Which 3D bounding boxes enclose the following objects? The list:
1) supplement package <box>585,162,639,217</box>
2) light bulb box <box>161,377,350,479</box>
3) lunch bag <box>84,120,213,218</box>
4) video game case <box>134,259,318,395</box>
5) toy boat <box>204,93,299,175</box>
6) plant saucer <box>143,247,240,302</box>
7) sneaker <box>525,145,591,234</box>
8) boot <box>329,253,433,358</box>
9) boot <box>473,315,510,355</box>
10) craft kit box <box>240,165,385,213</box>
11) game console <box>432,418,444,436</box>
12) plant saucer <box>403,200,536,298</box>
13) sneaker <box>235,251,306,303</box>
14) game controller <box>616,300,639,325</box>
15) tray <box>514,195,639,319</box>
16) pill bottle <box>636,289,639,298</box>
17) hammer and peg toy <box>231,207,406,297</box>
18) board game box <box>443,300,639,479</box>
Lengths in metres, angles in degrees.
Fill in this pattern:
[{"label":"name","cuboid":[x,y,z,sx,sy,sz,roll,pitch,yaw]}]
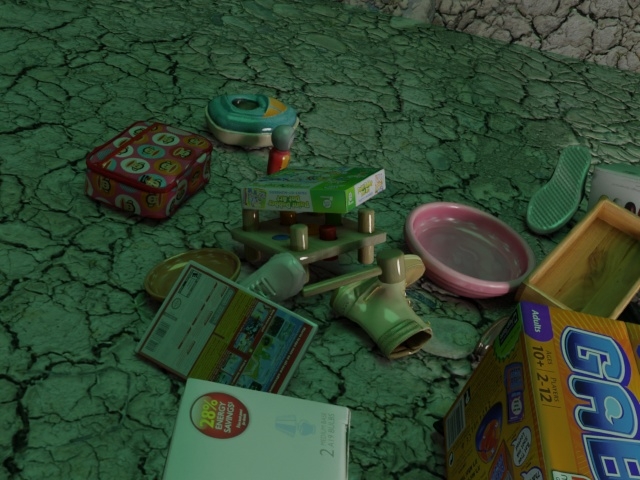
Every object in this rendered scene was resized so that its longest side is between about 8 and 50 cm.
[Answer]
[{"label":"supplement package","cuboid":[0.838,-0.087,2.109,0.149,0.203,0.194,-9,21,-37]},{"label":"light bulb box","cuboid":[-0.108,0.434,0.976,0.225,0.361,0.358,11,37,-6]},{"label":"lunch bag","cuboid":[-0.420,-0.179,1.880,0.258,0.120,0.293,19,34,11]},{"label":"video game case","cuboid":[-0.175,0.184,1.468,0.285,0.025,0.204,26,74,13]},{"label":"toy boat","cuboid":[-0.153,-0.308,2.117,0.267,0.148,0.318,-6,41,-28]},{"label":"plant saucer","cuboid":[-0.259,0.078,1.613,0.199,0.037,0.200,-8,28,4]},{"label":"sneaker","cuboid":[0.675,-0.116,2.222,0.126,0.127,0.321,26,61,22]},{"label":"boot","cuboid":[0.177,0.140,1.698,0.262,0.095,0.203,-20,49,-37]},{"label":"boot","cuboid":[0.426,0.219,1.704,0.219,0.082,0.106,-20,47,-42]},{"label":"craft kit box","cuboid":[-0.012,-0.117,1.758,0.249,0.061,0.246,3,20,23]},{"label":"game console","cuboid":[0.291,0.354,1.475,0.122,0.071,0.107,39,17,29]},{"label":"plant saucer","cuboid":[0.354,0.030,1.916,0.332,0.084,0.332,12,34,-8]},{"label":"sneaker","cuboid":[-0.119,0.102,1.544,0.090,0.235,0.095,55,42,0]},{"label":"game controller","cuboid":[0.716,0.249,1.808,0.166,0.067,0.319,-7,39,-7]},{"label":"tray","cuboid":[0.651,0.067,1.852,0.202,0.076,0.411,35,51,23]},{"label":"pill bottle","cuboid":[0.767,0.057,2.014,0.121,0.121,0.216,-21,50,-40]},{"label":"hammer and peg toy","cuboid":[0.000,0.000,1.689,0.265,0.128,0.361,-14,22,-35]},{"label":"board game box","cuboid":[0.426,0.370,1.233,0.356,0.357,0.356,12,45,-7]}]
